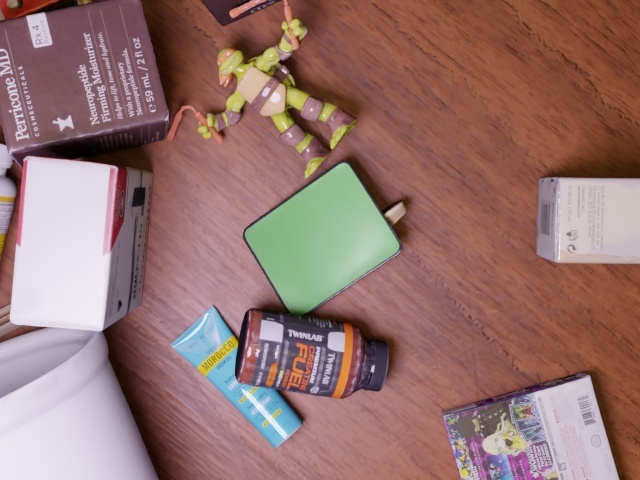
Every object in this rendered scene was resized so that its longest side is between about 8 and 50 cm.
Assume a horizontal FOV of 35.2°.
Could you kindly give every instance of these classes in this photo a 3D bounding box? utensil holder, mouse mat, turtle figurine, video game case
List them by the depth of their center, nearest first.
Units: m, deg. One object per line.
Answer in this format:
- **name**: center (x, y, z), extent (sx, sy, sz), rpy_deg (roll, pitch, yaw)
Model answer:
- **utensil holder**: center (-0.359, 0.343, 1.259), extent (0.328, 0.327, 0.385), rpy_deg (-19, 101, 3)
- **turtle figurine**: center (-0.072, -0.186, 1.366), extent (0.217, 0.087, 0.269), rpy_deg (41, 115, -3)
- **mouse mat**: center (0.000, 0.000, 1.378), extent (0.190, 0.007, 0.152), rpy_deg (-34, 80, 14)
- **video game case**: center (0.299, 0.320, 1.390), extent (0.210, 0.042, 0.232), rpy_deg (-17, 91, 3)

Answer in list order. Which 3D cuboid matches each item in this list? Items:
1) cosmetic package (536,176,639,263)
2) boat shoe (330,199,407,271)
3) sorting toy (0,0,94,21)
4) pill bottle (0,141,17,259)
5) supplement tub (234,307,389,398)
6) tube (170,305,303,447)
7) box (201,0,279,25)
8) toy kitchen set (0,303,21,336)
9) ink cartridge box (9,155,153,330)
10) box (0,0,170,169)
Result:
- **cosmetic package**: center (0.449, -0.027, 1.314), extent (0.310, 0.160, 0.113), rpy_deg (2, 93, 3)
- **boat shoe**: center (0.074, 0.001, 1.387), extent (0.045, 0.050, 0.135), rpy_deg (45, 103, -3)
- **sorting toy**: center (-0.473, -0.374, 1.372), extent (0.256, 0.089, 0.257), rpy_deg (-22, 91, 3)
- **pill bottle**: center (-0.481, -0.038, 1.371), extent (0.118, 0.117, 0.208), rpy_deg (15, 93, 2)
- **supplement tub**: center (-0.011, 0.155, 1.358), extent (0.198, 0.106, 0.106), rpy_deg (9, 93, -8)
- **tube**: center (-0.111, 0.194, 1.404), extent (0.080, 0.052, 0.207), rpy_deg (-42, 84, -8)
- **box**: center (-0.087, -0.381, 1.211), extent (0.191, 0.381, 0.143), rpy_deg (-24, 93, 4)
- **toy kitchen set**: center (-0.469, 0.088, 1.404), extent (0.075, 0.083, 0.068), rpy_deg (-27, 49, 3)
- **ink cartridge box**: center (-0.296, -0.001, 1.290), extent (0.114, 0.273, 0.196), rpy_deg (6, 93, -2)
- **box**: center (-0.314, -0.201, 1.312), extent (0.203, 0.167, 0.168), rpy_deg (-14, 90, -11)
